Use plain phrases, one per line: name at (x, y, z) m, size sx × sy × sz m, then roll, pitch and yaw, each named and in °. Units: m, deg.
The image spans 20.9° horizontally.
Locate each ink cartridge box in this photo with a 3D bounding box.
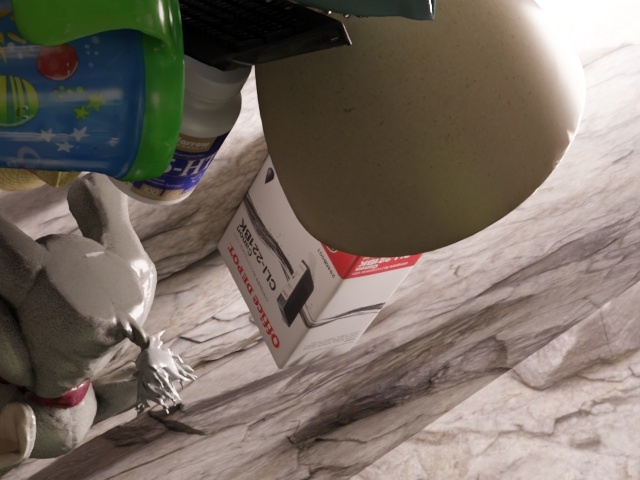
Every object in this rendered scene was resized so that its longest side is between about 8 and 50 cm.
ink cartridge box at (0.000, 0.000, 2.092) m, size 0.114 × 0.197 × 0.273 m, roll -12°, pitch 152°, yaw -32°

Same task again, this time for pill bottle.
pill bottle at (-0.144, -0.131, 1.760) m, size 0.112 × 0.112 × 0.186 m, roll -11°, pitch 151°, yaw -36°

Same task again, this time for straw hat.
straw hat at (-0.263, -0.090, 1.721) m, size 0.144 × 0.061 × 0.144 m, roll -32°, pitch 147°, yaw -24°

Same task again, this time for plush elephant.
plush elephant at (-0.293, 0.113, 1.825) m, size 0.272 × 0.330 × 0.255 m, roll -12°, pitch 147°, yaw -52°

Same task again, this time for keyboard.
keyboard at (-0.057, -0.207, 1.526) m, size 0.202 × 0.317 × 0.033 m, roll -15°, pitch 112°, yaw -21°

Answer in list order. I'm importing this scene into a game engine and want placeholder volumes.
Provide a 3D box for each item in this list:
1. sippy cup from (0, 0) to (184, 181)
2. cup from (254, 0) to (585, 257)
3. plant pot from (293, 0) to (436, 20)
sippy cup at (-0.255, -0.157, 1.458) m, size 0.224 × 0.240 × 0.305 m, roll -6°, pitch 140°, yaw -23°
cup at (0.063, -0.182, 1.699) m, size 0.331 × 0.331 × 0.237 m, roll -31°, pitch 132°, yaw 5°
plant pot at (-0.015, -0.313, 1.364) m, size 0.196 × 0.293 × 0.293 m, roll -4°, pitch 158°, yaw 6°
